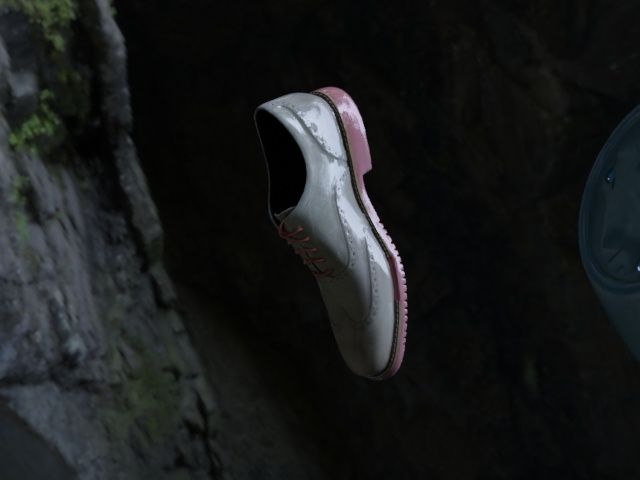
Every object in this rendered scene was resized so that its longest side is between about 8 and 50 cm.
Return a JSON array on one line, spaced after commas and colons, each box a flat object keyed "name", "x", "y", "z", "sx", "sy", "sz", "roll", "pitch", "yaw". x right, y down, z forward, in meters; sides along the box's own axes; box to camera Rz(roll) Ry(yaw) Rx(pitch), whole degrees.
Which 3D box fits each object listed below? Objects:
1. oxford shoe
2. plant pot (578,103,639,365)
[{"name": "oxford shoe", "x": 0.000, "y": 0.000, "z": 1.129, "sx": 0.123, "sy": 0.130, "sz": 0.348, "roll": -21, "pitch": -96, "yaw": 49}, {"name": "plant pot", "x": 0.285, "y": -0.003, "z": 0.632, "sx": 0.195, "sy": 0.290, "sz": 0.290, "roll": 16, "pitch": 2, "yaw": -18}]
